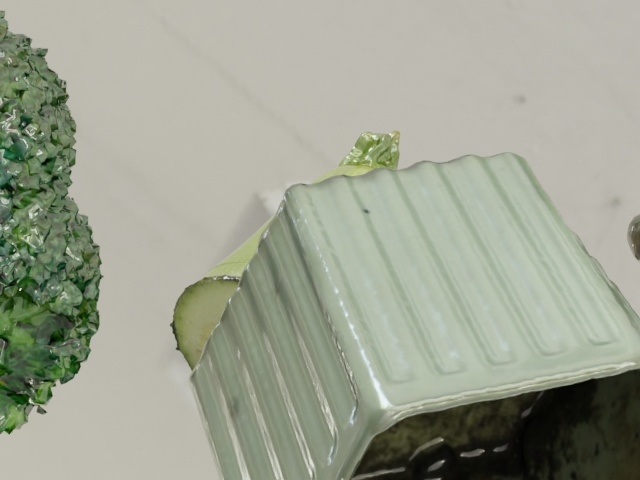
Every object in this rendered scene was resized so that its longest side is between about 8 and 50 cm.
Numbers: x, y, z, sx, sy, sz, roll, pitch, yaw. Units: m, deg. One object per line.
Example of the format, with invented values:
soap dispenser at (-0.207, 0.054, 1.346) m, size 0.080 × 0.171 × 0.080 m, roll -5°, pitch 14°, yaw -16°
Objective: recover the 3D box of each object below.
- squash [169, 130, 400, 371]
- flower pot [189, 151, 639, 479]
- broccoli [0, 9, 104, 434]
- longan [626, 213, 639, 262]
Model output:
squash at (0.000, 0.000, 1.087) m, size 0.094 × 0.224 × 0.094 m, roll 17°, pitch -47°, yaw 19°
flower pot at (0.067, 0.095, 0.860) m, size 0.239 × 0.209 × 0.190 m, roll 47°, pitch 11°, yaw -34°
broccoli at (-0.225, -0.002, 0.649) m, size 0.297 × 0.297 × 0.298 m, roll 12°, pitch -45°, yaw 13°
longan at (0.322, -0.041, 1.338) m, size 0.204 × 0.185 × 0.159 m, roll -30°, pitch -116°, yaw 17°
